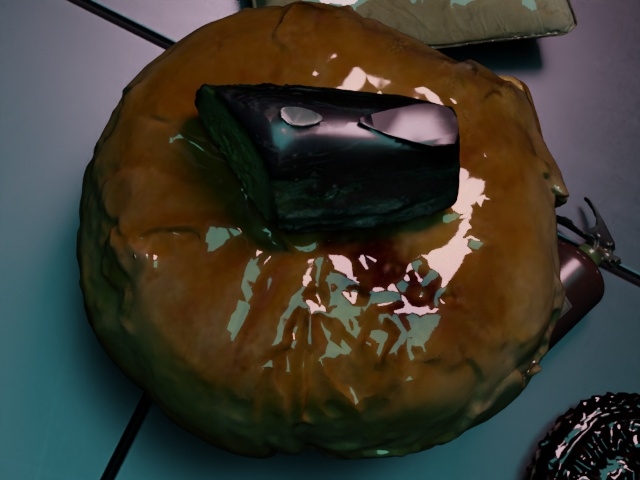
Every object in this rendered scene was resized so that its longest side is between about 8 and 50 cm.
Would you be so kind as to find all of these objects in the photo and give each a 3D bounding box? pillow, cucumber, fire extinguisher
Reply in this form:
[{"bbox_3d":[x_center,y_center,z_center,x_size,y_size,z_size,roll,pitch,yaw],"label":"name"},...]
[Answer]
[{"bbox_3d":[0.068,-0.250,1.636,0.302,0.075,0.185,-8,66,-10],"label":"pillow"},{"bbox_3d":[0.008,-0.071,1.333,0.193,0.086,0.115,1,64,-11],"label":"cucumber"},{"bbox_3d":[0.181,0.051,1.597,0.099,0.071,0.231,37,71,29],"label":"fire extinguisher"}]

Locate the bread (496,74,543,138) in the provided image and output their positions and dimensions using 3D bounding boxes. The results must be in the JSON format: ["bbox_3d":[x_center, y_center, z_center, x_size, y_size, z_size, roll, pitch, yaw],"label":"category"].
[{"bbox_3d":[0.162,-0.096,1.637,0.083,0.044,0.111,-15,82,-12],"label":"bread"}]

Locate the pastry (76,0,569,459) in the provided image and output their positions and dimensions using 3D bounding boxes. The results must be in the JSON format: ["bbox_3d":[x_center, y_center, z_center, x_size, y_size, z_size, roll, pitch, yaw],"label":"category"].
[{"bbox_3d":[0.000,0.000,1.473,0.409,0.245,0.409,1,68,-2],"label":"pastry"}]

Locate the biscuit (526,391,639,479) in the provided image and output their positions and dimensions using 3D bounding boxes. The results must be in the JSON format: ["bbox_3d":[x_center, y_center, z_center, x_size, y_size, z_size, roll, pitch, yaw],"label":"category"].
[{"bbox_3d":[0.271,0.224,1.575,0.194,0.053,0.194,2,76,-9],"label":"biscuit"}]
